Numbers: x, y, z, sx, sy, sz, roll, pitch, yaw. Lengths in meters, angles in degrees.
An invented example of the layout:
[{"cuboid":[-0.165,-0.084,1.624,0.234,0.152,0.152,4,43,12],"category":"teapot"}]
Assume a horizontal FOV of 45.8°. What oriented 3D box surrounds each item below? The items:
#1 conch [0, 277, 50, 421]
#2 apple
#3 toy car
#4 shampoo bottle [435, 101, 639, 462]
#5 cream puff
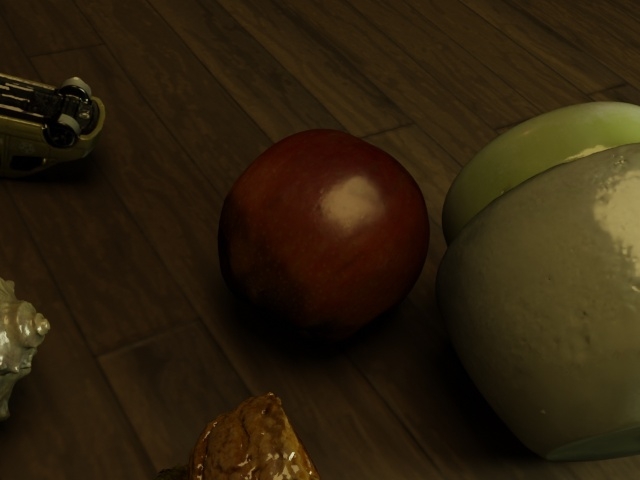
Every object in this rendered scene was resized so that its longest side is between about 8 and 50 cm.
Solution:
[{"cuboid":[-0.355,0.109,0.647,0.245,0.178,0.163,-14,56,4],"category":"conch"},{"cuboid":[0.000,0.000,0.819,0.229,0.230,0.230,7,44,-7],"category":"apple"},{"cuboid":[-0.401,-0.144,0.926,0.256,0.124,0.101,12,43,-15],"category":"toy car"},{"cuboid":[0.283,0.049,0.752,0.322,0.323,0.318,-4,55,-18],"category":"shampoo bottle"},{"cuboid":[-0.070,0.237,0.605,0.168,0.183,0.183,-27,54,-9],"category":"cream puff"}]
